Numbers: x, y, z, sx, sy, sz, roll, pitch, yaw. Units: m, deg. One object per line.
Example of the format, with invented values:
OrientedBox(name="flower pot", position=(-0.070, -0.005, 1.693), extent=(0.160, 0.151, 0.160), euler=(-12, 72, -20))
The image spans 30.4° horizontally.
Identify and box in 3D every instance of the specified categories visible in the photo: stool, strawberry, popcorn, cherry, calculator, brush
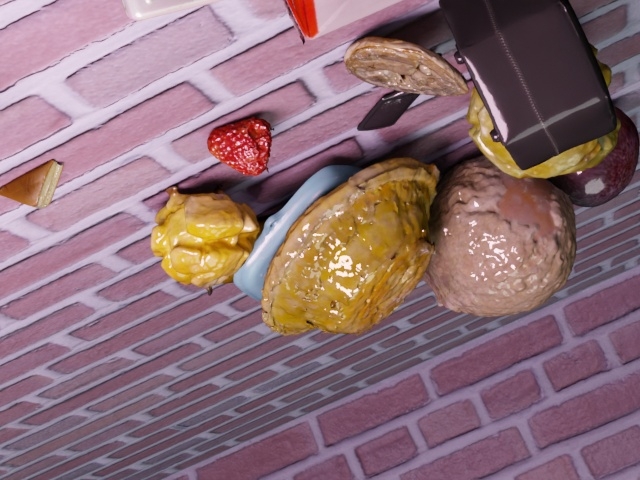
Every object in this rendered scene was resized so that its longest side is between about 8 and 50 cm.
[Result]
OrientedBox(name="stool", position=(0.238, -0.205, 1.356), extent=(0.141, 0.232, 0.232), euler=(-24, 163, 14))
OrientedBox(name="strawberry", position=(-0.098, -0.116, 1.454), extent=(0.083, 0.073, 0.073), euler=(-2, 158, -13))
OrientedBox(name="popcorn", position=(0.300, -0.170, 1.595), extent=(0.204, 0.184, 0.221), euler=(5, 173, 19))
OrientedBox(name="cherry", position=(0.451, -0.135, 1.940), extent=(0.176, 0.140, 0.176), euler=(-32, 160, -13))
OrientedBox(name="calculator", position=(0.000, 0.000, 1.791), extent=(0.256, 0.054, 0.386), euler=(-50, 158, 8))
OrientedBox(name="popcorn", position=(-0.154, -0.005, 1.585), extent=(0.148, 0.152, 0.167), euler=(-20, 176, -7))
OrientedBox(name="brush", position=(0.110, -0.193, 1.554), extent=(0.063, 0.016, 0.193), euler=(-14, 161, -29))

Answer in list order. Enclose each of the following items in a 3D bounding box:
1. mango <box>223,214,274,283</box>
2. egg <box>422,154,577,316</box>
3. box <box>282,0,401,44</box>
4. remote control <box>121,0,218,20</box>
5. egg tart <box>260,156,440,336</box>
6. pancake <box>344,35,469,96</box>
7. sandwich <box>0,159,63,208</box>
OrientedBox(name="mango", position=(-0.109, 0.011, 1.801), extent=(0.161, 0.076, 0.103), euler=(-28, 157, -11))
OrientedBox(name="egg", position=(0.276, -0.004, 1.880), extent=(0.279, 0.279, 0.310), euler=(-20, -172, -7))
OrientedBox(name="box", position=(0.043, -0.280, 1.091), extent=(0.182, 0.099, 0.133), euler=(-23, 166, -2))
OrientedBox(name="remote control", position=(-0.008, -0.285, 0.948), extent=(0.344, 0.145, 0.050), euler=(-16, -160, -15))
OrientedBox(name="egg tart", position=(0.060, 0.031, 1.711), extent=(0.341, 0.132, 0.341), euler=(-37, 156, -20))
OrientedBox(name="pancake", position=(0.102, -0.203, 1.395), extent=(0.158, 0.028, 0.158), euler=(14, 171, 2))
OrientedBox(name="sandwich", position=(-0.334, -0.057, 1.375), extent=(0.083, 0.044, 0.031), euler=(-25, 167, 17))
